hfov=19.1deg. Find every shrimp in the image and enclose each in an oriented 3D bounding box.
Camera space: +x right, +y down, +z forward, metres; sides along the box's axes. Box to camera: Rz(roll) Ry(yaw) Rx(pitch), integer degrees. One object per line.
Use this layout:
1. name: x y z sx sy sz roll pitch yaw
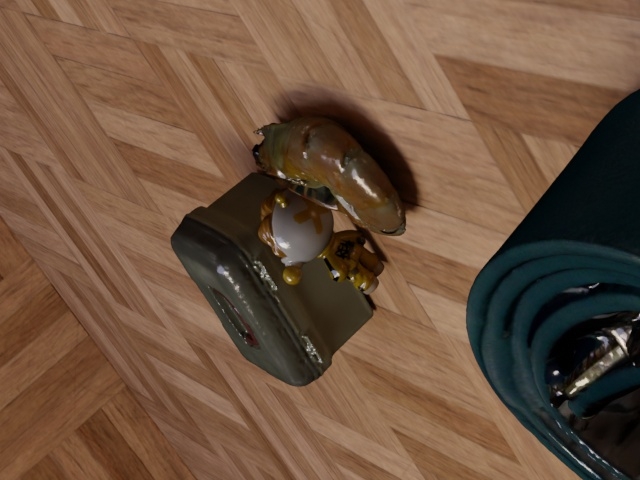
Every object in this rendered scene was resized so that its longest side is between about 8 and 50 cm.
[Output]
1. shrimp: 0.002 -0.065 1.790 0.145 0.061 0.267 46 164 -26

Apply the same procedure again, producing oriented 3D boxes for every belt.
1. belt: 0.258 0.063 1.205 0.300 0.173 0.436 38 166 4

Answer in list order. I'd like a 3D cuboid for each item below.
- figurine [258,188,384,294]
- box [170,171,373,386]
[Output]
1. figurine: -0.001 0.005 1.884 0.068 0.101 0.143 -23 105 51
2. box: -0.050 0.041 2.032 0.148 0.129 0.210 26 152 54
